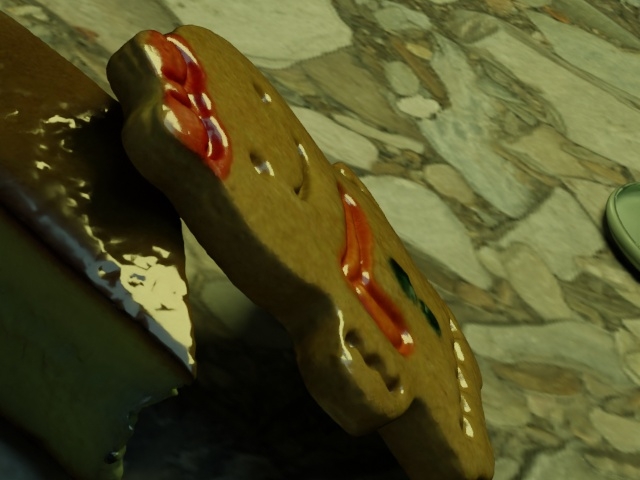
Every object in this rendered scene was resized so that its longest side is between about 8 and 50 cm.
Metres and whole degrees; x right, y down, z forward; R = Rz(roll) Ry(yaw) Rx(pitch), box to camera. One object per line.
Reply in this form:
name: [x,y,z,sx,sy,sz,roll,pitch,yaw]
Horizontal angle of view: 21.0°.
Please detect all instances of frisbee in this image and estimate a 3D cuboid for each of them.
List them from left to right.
frisbee: [0.203,0.006,0.942,0.110,0.014,0.110,20,31,-13]

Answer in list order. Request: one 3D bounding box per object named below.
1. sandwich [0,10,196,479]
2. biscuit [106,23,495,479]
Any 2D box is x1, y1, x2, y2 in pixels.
sandwich: [-0.132,-0.021,0.644,0.258,0.094,0.096,40,38,16]
biscuit: [0.000,0.000,0.669,0.225,0.036,0.166,51,19,-22]
